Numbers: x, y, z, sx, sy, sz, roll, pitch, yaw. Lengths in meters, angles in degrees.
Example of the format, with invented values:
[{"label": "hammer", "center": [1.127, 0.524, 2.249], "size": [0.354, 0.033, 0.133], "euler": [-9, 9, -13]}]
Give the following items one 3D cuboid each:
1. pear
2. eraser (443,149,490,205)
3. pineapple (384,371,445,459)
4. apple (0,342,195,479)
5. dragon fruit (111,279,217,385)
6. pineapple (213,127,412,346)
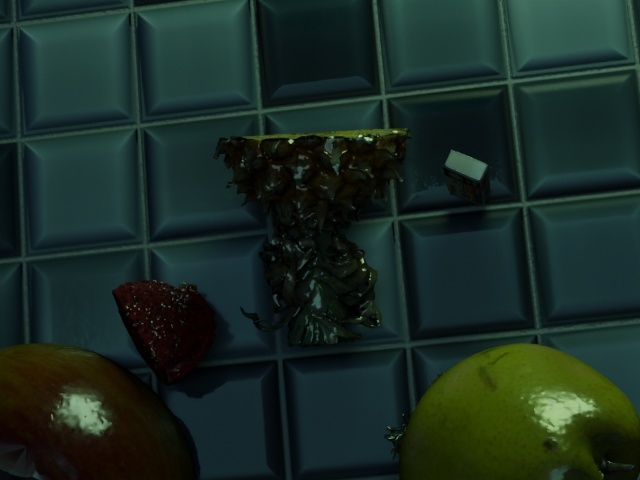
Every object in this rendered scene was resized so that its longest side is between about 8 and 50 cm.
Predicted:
[{"label": "pear", "center": [0.237, 0.265, 1.772], "size": [0.284, 0.336, 0.285], "euler": [-5, 110, -14]}, {"label": "eraser", "center": [0.186, -0.078, 1.962], "size": [0.052, 0.122, 0.029], "euler": [24, 80, 13]}, {"label": "pineapple", "center": [0.133, 0.224, 1.946], "size": [0.058, 0.058, 0.124], "euler": [45, 99, 14]}, {"label": "apple", "center": [-0.318, 0.242, 1.944], "size": [0.346, 0.179, 0.254], "euler": [22, 43, 11]}, {"label": "dragon fruit", "center": [-0.186, 0.119, 1.996], "size": [0.106, 0.083, 0.162], "euler": [-28, 56, -18]}, {"label": "pineapple", "center": [0.000, 0.000, 1.943], "size": [0.262, 0.262, 0.272], "euler": [-2, 94, 7]}]
